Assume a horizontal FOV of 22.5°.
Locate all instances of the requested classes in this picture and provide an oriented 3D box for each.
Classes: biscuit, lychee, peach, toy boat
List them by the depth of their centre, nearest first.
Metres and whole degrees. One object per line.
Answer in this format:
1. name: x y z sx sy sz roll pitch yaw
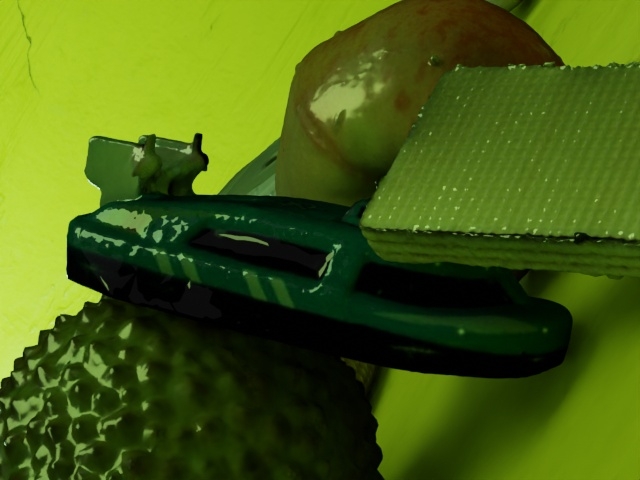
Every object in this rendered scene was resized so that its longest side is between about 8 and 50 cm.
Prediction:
1. biscuit: 0.124 -0.036 0.799 0.199 0.040 0.121 4 51 40
2. toy boat: 0.000 0.000 0.911 0.134 0.298 0.092 -14 -68 -63
3. lychee: -0.088 0.156 0.981 0.270 0.270 0.320 -52 43 41
4. peach: 0.072 -0.062 1.059 0.232 0.232 0.232 -57 6 9

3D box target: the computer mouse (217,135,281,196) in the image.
1. computer mouse: 0.005 -0.065 1.929 0.429 0.145 0.228 -36 12 42

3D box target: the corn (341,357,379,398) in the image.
1. corn: -0.010 0.128 1.281 0.091 0.091 0.260 -13 30 29

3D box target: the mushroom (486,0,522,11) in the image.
1. mushroom: 0.176 -0.361 1.772 0.246 0.202 0.246 -60 14 26
